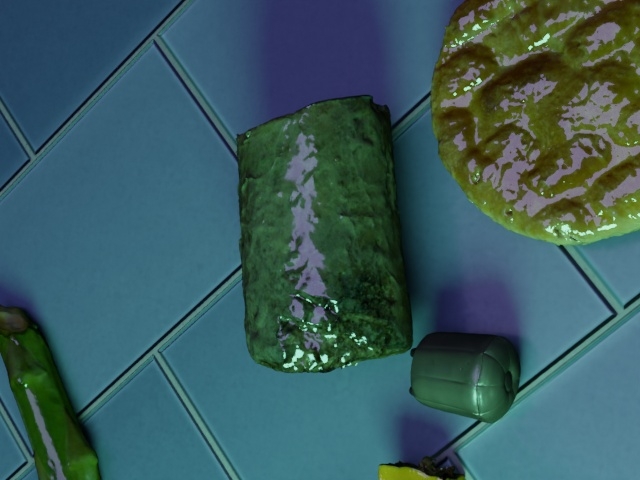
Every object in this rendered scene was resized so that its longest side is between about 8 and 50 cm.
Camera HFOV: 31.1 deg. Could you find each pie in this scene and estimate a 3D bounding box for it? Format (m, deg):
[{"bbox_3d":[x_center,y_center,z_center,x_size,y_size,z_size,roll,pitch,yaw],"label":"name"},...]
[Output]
[{"bbox_3d":[0.270,-0.158,1.235,0.339,0.083,0.339,-2,86,24],"label":"pie"}]

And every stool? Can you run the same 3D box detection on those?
[{"bbox_3d":[0.157,0.146,1.258,0.110,0.096,0.096,6,89,32],"label":"stool"}]

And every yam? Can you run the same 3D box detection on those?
[{"bbox_3d":[0.000,0.000,1.293,0.195,0.195,0.300,-9,80,25],"label":"yam"}]

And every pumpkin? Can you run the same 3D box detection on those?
[{"bbox_3d":[0.113,0.266,1.278,0.083,0.074,0.054,8,84,27],"label":"pumpkin"}]

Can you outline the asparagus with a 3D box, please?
[{"bbox_3d":[-0.364,0.221,1.518,0.085,0.082,0.343,-45,62,55],"label":"asparagus"}]
